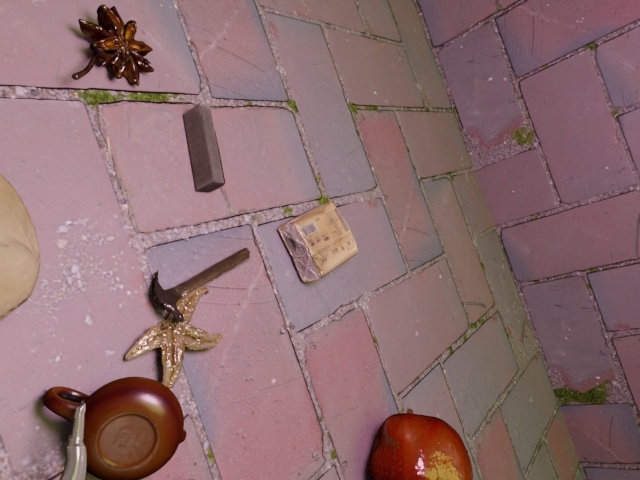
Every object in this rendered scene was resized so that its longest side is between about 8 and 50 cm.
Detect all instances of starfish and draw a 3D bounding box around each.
[{"bbox_3d":[-0.282,0.204,0.984,0.138,0.050,0.247,58,42,-14],"label":"starfish"}]

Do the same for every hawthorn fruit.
[{"bbox_3d":[0.267,0.599,1.286,0.275,0.275,0.299,39,33,-32],"label":"hawthorn fruit"}]

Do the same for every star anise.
[{"bbox_3d":[-0.460,-0.423,1.016,0.234,0.074,0.177,-31,107,-67],"label":"star anise"}]

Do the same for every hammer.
[{"bbox_3d":[-0.253,0.079,1.068,0.125,0.027,0.297,49,36,7],"label":"hammer"}]

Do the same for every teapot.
[{"bbox_3d":[-0.350,0.311,0.819,0.252,0.135,0.178,30,82,-16],"label":"teapot"}]

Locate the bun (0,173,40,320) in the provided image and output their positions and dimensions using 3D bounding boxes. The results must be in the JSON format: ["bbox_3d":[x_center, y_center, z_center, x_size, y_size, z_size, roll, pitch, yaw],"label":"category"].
[{"bbox_3d":[-0.567,0.009,0.625,0.364,0.202,0.363,24,55,-40],"label":"bun"}]

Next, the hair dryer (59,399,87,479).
[{"bbox_3d":[-0.326,0.410,0.702,0.229,0.092,0.267,40,50,-25],"label":"hair dryer"}]

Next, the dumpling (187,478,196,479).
[{"bbox_3d":[-0.216,0.544,0.852,0.155,0.112,0.181,82,20,-45],"label":"dumpling"}]

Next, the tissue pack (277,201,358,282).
[{"bbox_3d":[0.000,0.000,1.359,0.222,0.090,0.186,-33,98,-51],"label":"tissue pack"}]

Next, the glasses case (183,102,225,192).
[{"bbox_3d":[-0.282,-0.224,1.147,0.047,0.071,0.204,2,73,-52],"label":"glasses case"}]
